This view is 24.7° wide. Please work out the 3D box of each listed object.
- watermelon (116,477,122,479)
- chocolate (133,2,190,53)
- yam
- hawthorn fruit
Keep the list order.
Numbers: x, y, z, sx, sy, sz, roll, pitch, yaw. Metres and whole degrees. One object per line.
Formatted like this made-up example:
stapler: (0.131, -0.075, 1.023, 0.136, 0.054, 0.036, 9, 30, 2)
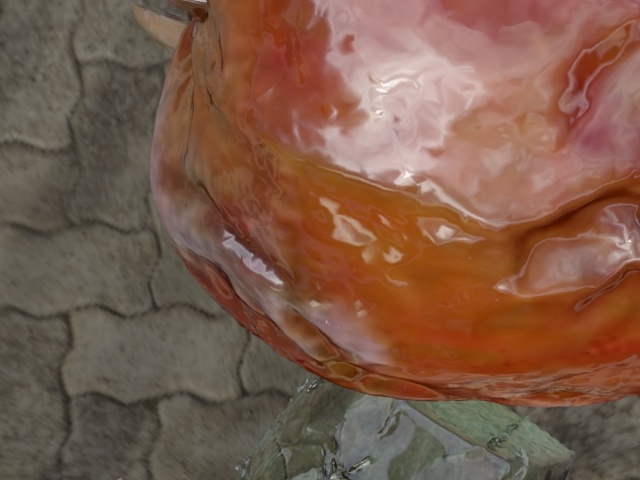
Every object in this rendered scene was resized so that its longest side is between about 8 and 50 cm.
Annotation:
watermelon: (-0.163, 0.211, 1.069, 0.092, 0.084, 0.072, 19, 94, -33)
chocolate: (-0.112, -0.165, 1.184, 0.101, 0.064, 0.031, 26, 98, 35)
yam: (0.026, 0.209, 0.893, 0.202, 0.201, 0.271, 33, 69, -4)
hawthorn fruit: (0.089, -0.053, 0.445, 0.272, 0.242, 0.242, 15, 77, -4)
